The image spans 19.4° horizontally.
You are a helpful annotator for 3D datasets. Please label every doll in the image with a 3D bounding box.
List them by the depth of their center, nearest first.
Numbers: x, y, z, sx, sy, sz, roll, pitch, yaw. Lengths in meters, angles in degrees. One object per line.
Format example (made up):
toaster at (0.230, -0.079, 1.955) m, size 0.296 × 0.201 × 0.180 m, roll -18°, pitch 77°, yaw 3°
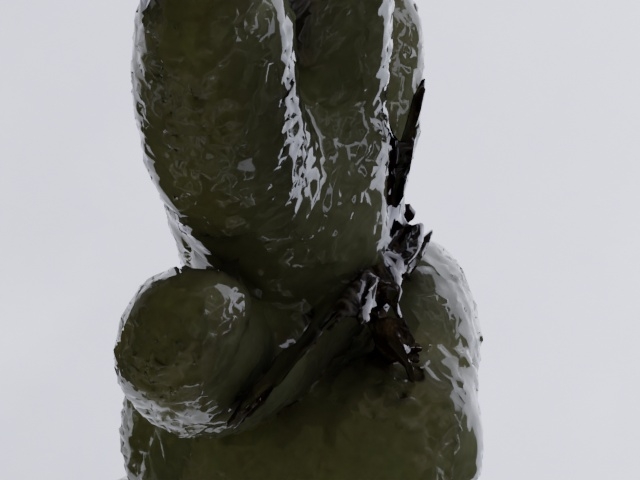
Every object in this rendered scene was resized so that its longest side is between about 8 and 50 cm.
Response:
doll at (-0.002, 0.003, 0.639) m, size 0.175 × 0.278 × 0.149 m, roll -29°, pitch -132°, yaw -21°
